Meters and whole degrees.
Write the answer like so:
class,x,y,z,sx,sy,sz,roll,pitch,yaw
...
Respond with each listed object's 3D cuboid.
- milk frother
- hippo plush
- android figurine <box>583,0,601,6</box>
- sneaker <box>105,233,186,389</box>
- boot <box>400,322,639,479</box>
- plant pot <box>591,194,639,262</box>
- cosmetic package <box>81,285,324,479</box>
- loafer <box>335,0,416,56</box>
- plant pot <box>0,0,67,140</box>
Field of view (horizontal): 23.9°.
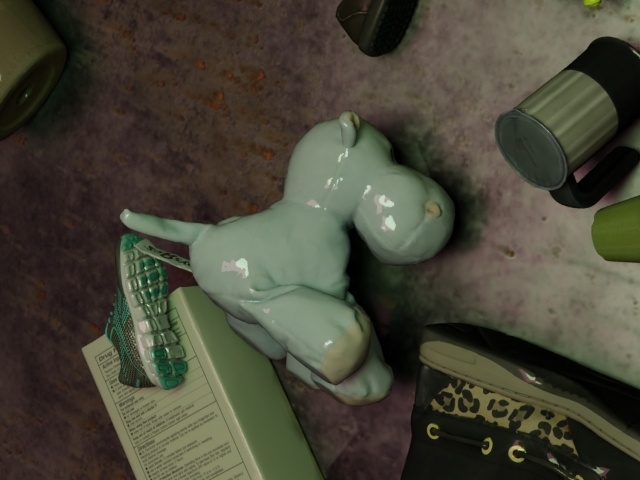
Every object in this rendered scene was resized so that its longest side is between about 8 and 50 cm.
class,x,y,z,sx,sy,sz,roll,pitch,yaw
milk frother,0.258,-0.101,1.344,0.129,0.135,0.143,56,154,-11
hippo plush,0.000,0.000,1.518,0.294,0.234,0.236,36,79,10
android figurine,0.177,-0.330,1.359,0.056,0.248,0.273,-34,111,-5
sneaker,-0.196,0.077,1.562,0.076,0.065,0.166,-15,82,33
boot,0.214,0.266,1.404,0.377,0.138,0.284,25,104,32
plant pot,0.294,-0.010,1.384,0.079,0.083,0.083,-8,88,44
cosmetic package,-0.114,0.217,1.618,0.160,0.113,0.309,-30,76,29
loafer,0.068,-0.295,1.500,0.078,0.080,0.220,32,108,26
plant pot,-0.420,-0.237,1.729,0.229,0.263,0.263,38,112,5
